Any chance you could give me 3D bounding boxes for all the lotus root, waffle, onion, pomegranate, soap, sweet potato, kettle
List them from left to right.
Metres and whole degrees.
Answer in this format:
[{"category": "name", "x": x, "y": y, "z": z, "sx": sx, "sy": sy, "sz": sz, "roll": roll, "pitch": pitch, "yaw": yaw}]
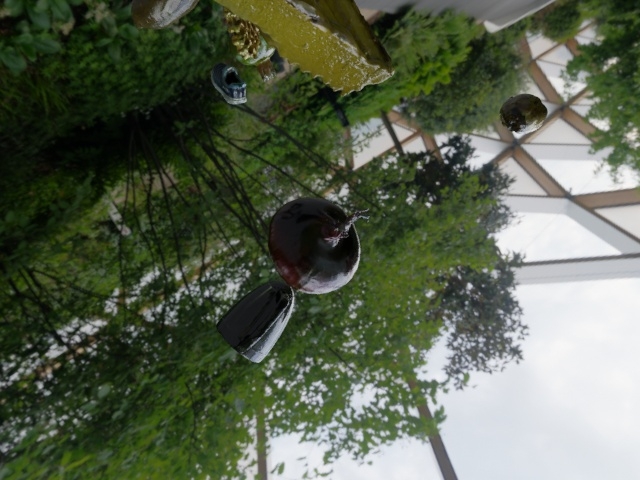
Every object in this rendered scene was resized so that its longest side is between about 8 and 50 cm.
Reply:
[{"category": "sweet potato", "x": -0.384, "y": -0.737, "z": 1.216, "sx": 0.422, "sy": 0.131, "sz": 0.130, "roll": -26, "pitch": -169, "yaw": 14}, {"category": "waffle", "x": -0.187, "y": -0.527, "z": 1.005, "sx": 0.038, "sy": 0.191, "sz": 0.191, "roll": -7, "pitch": -163, "yaw": 14}, {"category": "pomegranate", "x": -0.207, "y": -0.621, "z": 1.368, "sx": 0.159, "sy": 0.205, "sz": 0.159, "roll": -21, "pitch": -160, "yaw": 8}, {"category": "kettle", "x": -0.205, "y": 0.249, "z": 1.459, "sx": 0.271, "sy": 0.207, "sz": 0.251, "roll": -49, "pitch": 157, "yaw": -4}, {"category": "soap", "x": -0.039, "y": -0.430, "z": 0.890, "sx": 0.304, "sy": 0.339, "sz": 0.169, "roll": -37, "pitch": -173, "yaw": -35}, {"category": "onion", "x": 0.000, "y": 0.000, "z": 1.124, "sx": 0.273, "sy": 0.273, "sz": 0.285, "roll": -39, "pitch": -176, "yaw": -40}, {"category": "lotus root", "x": 0.530, "y": -0.332, "z": 1.107, "sx": 0.258, "sy": 0.110, "sz": 0.097, "roll": -29, "pitch": 142, "yaw": -60}]

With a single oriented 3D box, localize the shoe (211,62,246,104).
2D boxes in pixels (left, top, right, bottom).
[{"category": "shoe", "x": -0.235, "y": -0.413, "z": 1.085, "sx": 0.063, "sy": 0.143, "sz": 0.071, "roll": -18, "pitch": 151, "yaw": -30}]
